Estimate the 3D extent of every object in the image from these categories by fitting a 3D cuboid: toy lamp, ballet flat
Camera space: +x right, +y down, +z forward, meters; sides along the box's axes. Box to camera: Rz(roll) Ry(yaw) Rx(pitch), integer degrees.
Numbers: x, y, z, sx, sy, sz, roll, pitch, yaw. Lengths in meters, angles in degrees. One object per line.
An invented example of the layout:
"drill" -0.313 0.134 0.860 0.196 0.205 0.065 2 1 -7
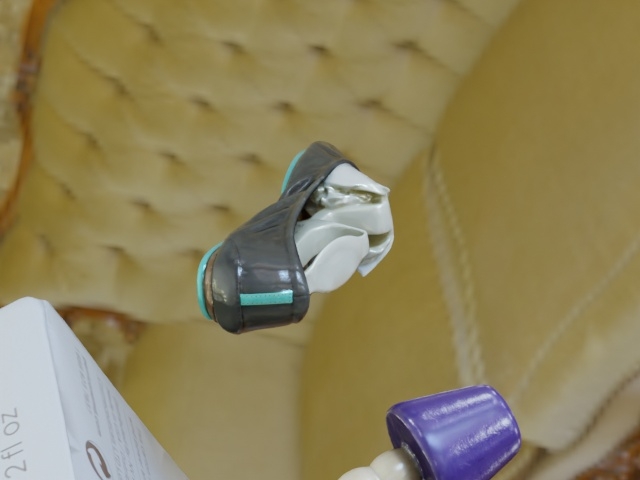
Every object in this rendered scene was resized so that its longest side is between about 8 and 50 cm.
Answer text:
"toy lamp" -0.003 0.170 1.124 0.080 0.274 0.080 56 165 23
"ballet flat" 0.000 0.000 1.394 0.280 0.096 0.095 -52 -42 -59

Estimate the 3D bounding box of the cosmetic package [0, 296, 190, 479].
"cosmetic package" -0.280 0.324 1.361 0.393 0.327 0.329 -28 40 5
